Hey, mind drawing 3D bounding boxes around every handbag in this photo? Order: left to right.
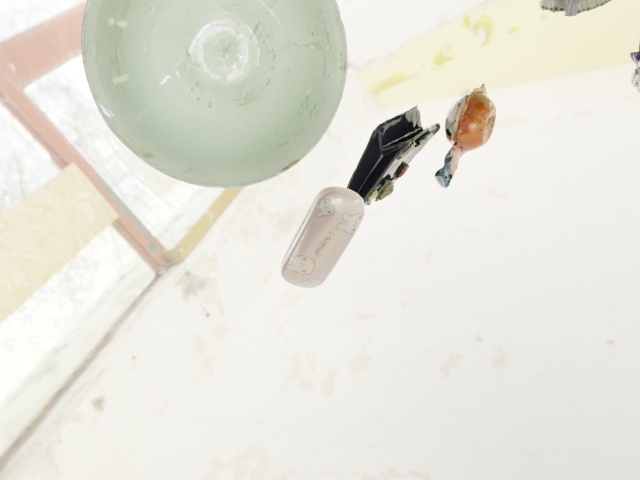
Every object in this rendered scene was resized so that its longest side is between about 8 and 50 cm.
[{"bbox_3d":[0.235,-0.267,1.825,0.303,0.122,0.329,-36,162,-47],"label":"handbag"}]

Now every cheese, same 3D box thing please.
[{"bbox_3d":[0.431,-0.315,1.637,0.129,0.217,0.329,22,-97,29],"label":"cheese"}]

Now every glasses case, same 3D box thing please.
[{"bbox_3d":[0.000,0.000,1.243,0.075,0.113,0.296,-89,-158,-50],"label":"glasses case"}]

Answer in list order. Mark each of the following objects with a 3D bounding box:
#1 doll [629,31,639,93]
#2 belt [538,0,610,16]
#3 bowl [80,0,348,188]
[{"bbox_3d":[0.583,-0.338,0.950,0.067,0.205,0.110,-3,-152,8],"label":"doll"},{"bbox_3d":[0.643,-0.678,1.330,0.295,0.160,0.207,-33,-137,-24],"label":"belt"},{"bbox_3d":[-0.177,-0.329,0.978,0.435,0.434,0.196,-33,-157,7],"label":"bowl"}]
